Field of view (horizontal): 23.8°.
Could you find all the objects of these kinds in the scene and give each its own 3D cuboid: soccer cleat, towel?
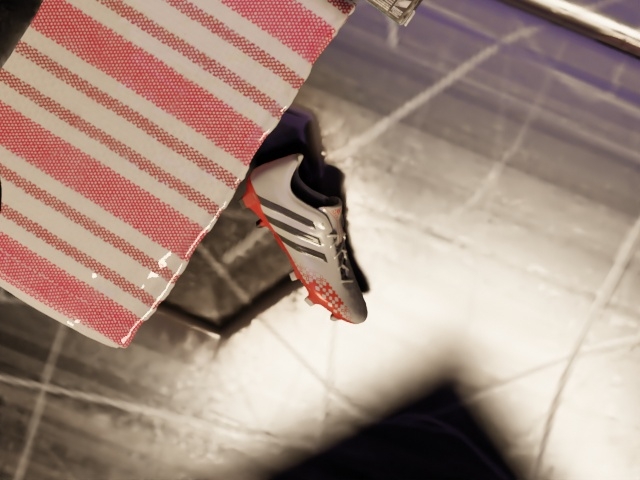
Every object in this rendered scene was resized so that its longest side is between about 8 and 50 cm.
[{"bbox_3d":[0.000,0.000,0.653,0.036,0.029,0.083,-31,102,23],"label":"soccer cleat"},{"bbox_3d":[-0.095,-0.061,0.640,0.144,0.029,0.197,33,111,-7],"label":"towel"}]

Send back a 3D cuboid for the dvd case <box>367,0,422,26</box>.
[{"bbox_3d":[0.032,-0.155,0.588,0.087,0.013,0.119,34,114,-8],"label":"dvd case"}]

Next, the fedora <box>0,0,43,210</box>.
[{"bbox_3d":[-0.218,-0.071,0.545,0.334,0.334,0.152,-8,146,10],"label":"fedora"}]
